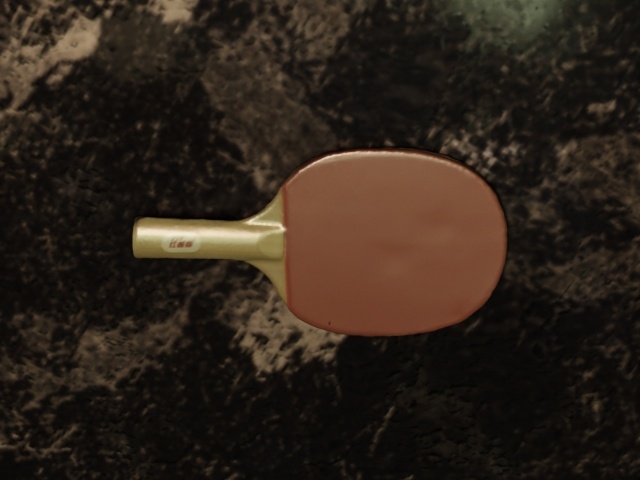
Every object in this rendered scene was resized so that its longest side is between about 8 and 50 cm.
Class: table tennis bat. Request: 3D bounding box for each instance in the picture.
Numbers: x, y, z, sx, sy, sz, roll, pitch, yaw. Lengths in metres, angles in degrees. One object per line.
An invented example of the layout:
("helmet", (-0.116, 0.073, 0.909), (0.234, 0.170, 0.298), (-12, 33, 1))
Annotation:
("table tennis bat", (0.000, 0.000, 1.157), (0.246, 0.022, 0.138), (2, 116, -1))
